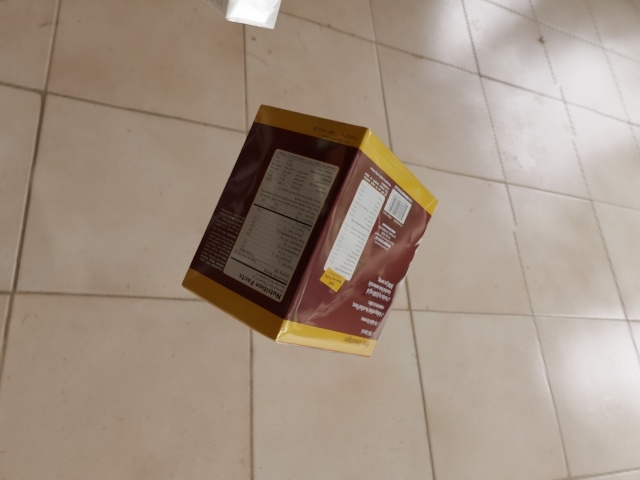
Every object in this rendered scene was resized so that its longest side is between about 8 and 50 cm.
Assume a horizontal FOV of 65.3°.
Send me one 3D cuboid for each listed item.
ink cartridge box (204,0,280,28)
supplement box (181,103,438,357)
[{"bbox_3d":[-0.154,-0.500,0.866,0.100,0.172,0.237,-7,41,-38],"label":"ink cartridge box"},{"bbox_3d":[0.000,0.000,0.518,0.191,0.129,0.194,27,86,-55],"label":"supplement box"}]
